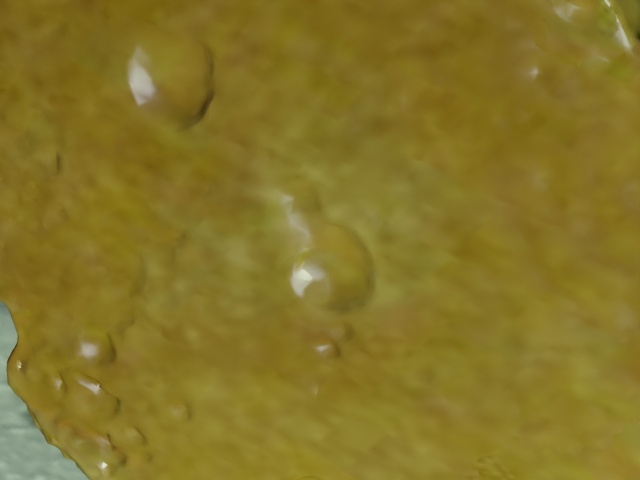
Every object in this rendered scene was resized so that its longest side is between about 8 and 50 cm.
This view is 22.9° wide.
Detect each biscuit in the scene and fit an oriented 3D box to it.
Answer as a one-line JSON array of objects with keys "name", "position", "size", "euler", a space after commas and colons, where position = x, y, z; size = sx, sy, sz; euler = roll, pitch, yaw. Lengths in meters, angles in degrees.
[{"name": "biscuit", "position": [0.002, -0.002, 0.511], "size": [0.376, 0.051, 0.269], "euler": [12, 120, 21]}]
